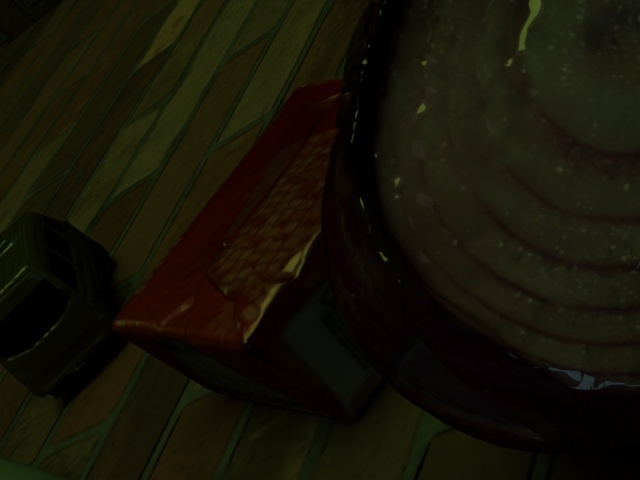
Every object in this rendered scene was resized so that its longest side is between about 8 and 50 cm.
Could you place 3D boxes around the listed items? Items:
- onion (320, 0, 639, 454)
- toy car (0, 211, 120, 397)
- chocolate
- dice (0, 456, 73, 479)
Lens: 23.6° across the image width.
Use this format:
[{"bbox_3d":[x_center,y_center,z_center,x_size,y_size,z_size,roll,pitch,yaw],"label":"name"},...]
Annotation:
[{"bbox_3d":[0.114,-0.028,0.705,0.256,0.272,0.230,-43,-6,-9],"label":"onion"},{"bbox_3d":[-0.260,0.042,1.410,0.101,0.124,0.257,-43,22,3],"label":"toy car"},{"bbox_3d":[0.000,0.000,1.015,0.237,0.108,0.234,-54,22,-18],"label":"chocolate"},{"bbox_3d":[-0.156,0.263,0.598,0.262,0.264,0.268,-29,27,39],"label":"dice"}]
